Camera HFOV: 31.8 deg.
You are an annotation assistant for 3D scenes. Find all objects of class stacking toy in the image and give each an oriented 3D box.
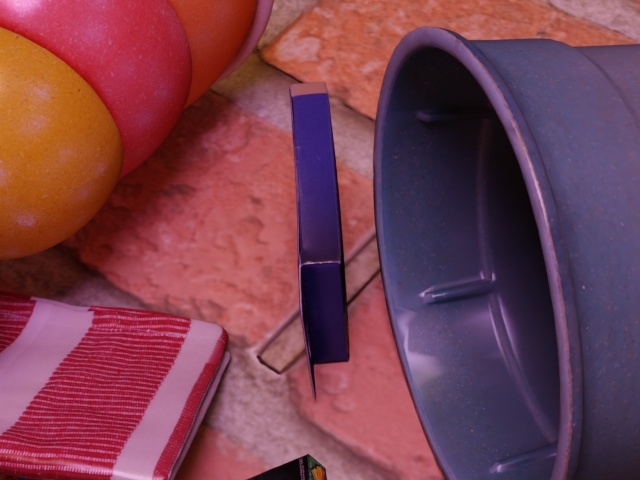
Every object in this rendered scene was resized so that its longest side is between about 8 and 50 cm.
[{"bbox_3d":[-0.243,-0.109,0.861,0.350,0.351,0.480,5,49,9],"label":"stacking toy"}]

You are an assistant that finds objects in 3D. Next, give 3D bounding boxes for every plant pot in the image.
[{"bbox_3d":[0.244,0.005,0.778,0.334,0.341,0.341,-9,51,-13],"label":"plant pot"}]

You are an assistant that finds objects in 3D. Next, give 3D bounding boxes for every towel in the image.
[{"bbox_3d":[-0.245,0.092,0.823,0.328,0.037,0.237,9,20,4],"label":"towel"}]

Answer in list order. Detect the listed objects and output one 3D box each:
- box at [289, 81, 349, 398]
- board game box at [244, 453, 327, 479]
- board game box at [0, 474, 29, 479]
[{"bbox_3d":[0.000,0.000,0.903,0.036,0.136,0.225,-4,52,2],"label":"box"},{"bbox_3d":[-0.045,0.275,0.713,0.136,0.030,0.260,-24,46,19],"label":"board game box"},{"bbox_3d":[-0.372,0.236,0.783,0.301,0.086,0.308,12,54,15],"label":"board game box"}]
